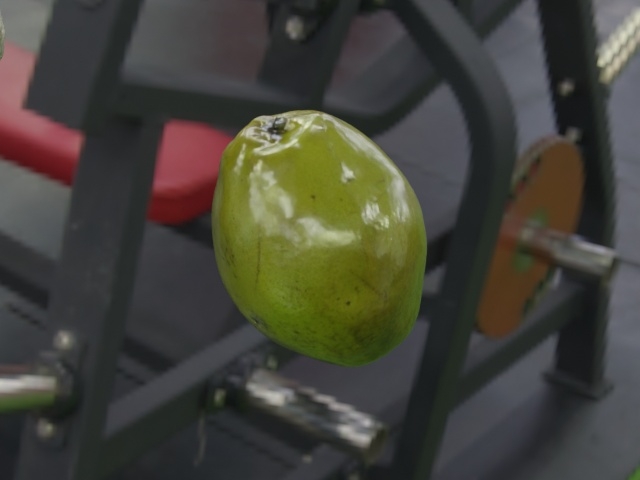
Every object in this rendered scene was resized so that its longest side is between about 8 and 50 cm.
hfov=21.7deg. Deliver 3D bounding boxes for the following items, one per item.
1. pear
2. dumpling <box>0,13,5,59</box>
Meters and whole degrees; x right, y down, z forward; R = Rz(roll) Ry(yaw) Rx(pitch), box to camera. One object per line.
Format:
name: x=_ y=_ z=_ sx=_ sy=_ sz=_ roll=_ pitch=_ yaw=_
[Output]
pear: x=0.000 y=0.000 z=1.622 sx=0.212 sy=0.269 sz=0.212 roll=-21 pitch=20 yaw=8
dumpling: x=-0.448 y=-0.252 z=1.554 sx=0.318 sy=0.242 sz=0.187 roll=0 pitch=23 yaw=-38
